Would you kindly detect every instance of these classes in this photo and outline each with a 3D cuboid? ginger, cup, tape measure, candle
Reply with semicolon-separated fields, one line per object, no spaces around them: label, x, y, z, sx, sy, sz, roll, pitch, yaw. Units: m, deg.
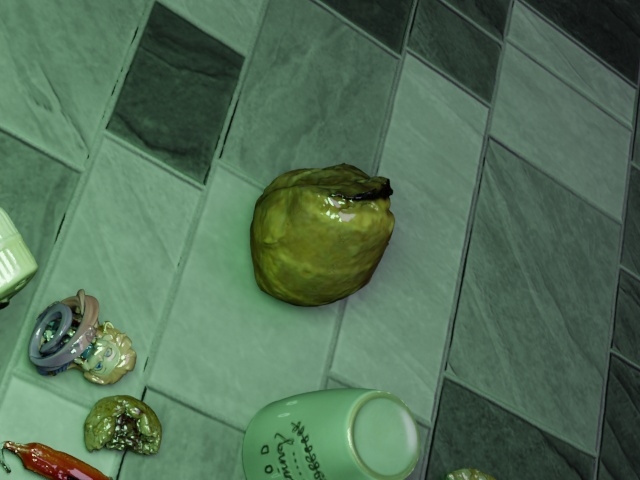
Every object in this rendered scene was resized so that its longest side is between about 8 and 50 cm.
ginger;-0.004;0.000;1.806;0.200;0.269;0.223;-4;106;-15
cup;0.036;0.339;1.724;0.186;0.234;0.258;-14;84;-39
tape measure;-0.476;0.075;1.448;0.231;0.271;0.133;-32;95;-25
candle;-0.353;0.302;1.569;0.162;0.048;0.053;31;22;-24

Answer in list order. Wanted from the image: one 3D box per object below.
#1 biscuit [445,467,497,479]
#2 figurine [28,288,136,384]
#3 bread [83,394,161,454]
biscuit;0.306;0.497;1.995;0.141;0.038;0.289;-25;91;-41
figurine;-0.324;0.137;1.619;0.126;0.114;0.157;-62;148;-2
bread;-0.269;0.253;1.634;0.113;0.060;0.082;7;72;-34
